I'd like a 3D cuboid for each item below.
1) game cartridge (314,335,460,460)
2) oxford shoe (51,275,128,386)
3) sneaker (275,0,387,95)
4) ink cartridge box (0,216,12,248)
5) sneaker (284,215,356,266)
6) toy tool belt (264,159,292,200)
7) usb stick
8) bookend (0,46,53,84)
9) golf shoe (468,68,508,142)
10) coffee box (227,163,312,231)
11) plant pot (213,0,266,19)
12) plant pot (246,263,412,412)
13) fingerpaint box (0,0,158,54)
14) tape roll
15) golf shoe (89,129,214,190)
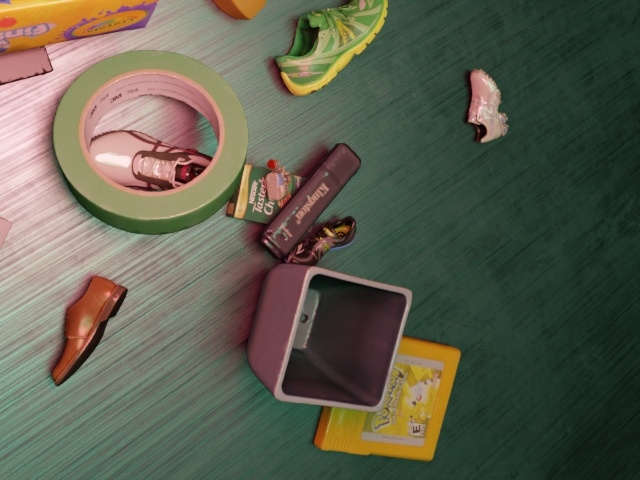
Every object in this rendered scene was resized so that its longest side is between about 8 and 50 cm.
[{"bbox_3d":[0.162,0.360,1.745,0.324,0.053,0.285,15,89,-32],"label":"game cartridge"},{"bbox_3d":[-0.434,0.162,1.365,0.076,0.076,0.212,29,84,0],"label":"oxford shoe"},{"bbox_3d":[0.026,-0.423,1.512,0.295,0.109,0.123,-51,122,-14],"label":"sneaker"},{"bbox_3d":[-0.640,0.055,1.137,0.289,0.122,0.211,-65,151,-6],"label":"ink cartridge box"},{"bbox_3d":[0.000,0.000,1.573,0.188,0.067,0.078,-29,150,-29],"label":"sneaker"},{"bbox_3d":[-0.083,-0.121,1.487,0.051,0.052,0.083,-26,114,-60],"label":"toy tool belt"},{"bbox_3d":[-0.019,-0.083,1.526,0.278,0.045,0.077,-50,119,-16],"label":"usb stick"},{"bbox_3d":[-0.539,-0.327,1.215,0.157,0.072,0.156,-24,108,-25],"label":"bookend"},{"bbox_3d":[0.379,-0.312,1.766,0.086,0.069,0.176,-32,111,-17],"label":"golf shoe"},{"bbox_3d":[-0.093,-0.085,1.533,0.184,0.040,0.113,12,91,-31],"label":"coffee box"},{"bbox_3d":[-0.151,-0.463,1.422,0.081,0.081,0.083,-49,128,-15],"label":"plant pot"},{"bbox_3d":[-0.013,0.172,1.495,0.248,0.252,0.247,15,90,-32],"label":"plant pot"},{"bbox_3d":[-0.507,-0.471,1.099,0.445,0.163,0.370,-19,88,-27],"label":"fingerpaint box"},{"bbox_3d":[-0.286,-0.171,1.290,0.322,0.077,0.321,3,70,-8],"label":"tape roll"},{"bbox_3d":[-0.291,-0.139,1.364,0.273,0.120,0.105,6,96,-30],"label":"golf shoe"}]
